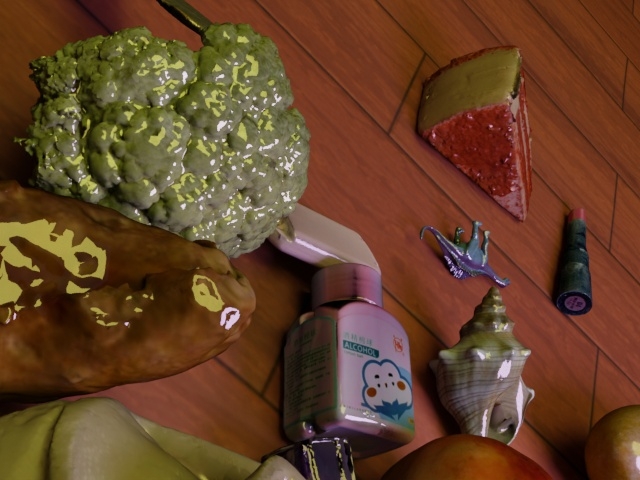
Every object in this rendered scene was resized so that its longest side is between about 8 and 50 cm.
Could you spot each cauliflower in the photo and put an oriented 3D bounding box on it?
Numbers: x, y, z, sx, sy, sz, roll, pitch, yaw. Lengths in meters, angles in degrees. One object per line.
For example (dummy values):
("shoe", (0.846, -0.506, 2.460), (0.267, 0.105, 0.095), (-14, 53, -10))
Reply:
("cauliflower", (-0.156, -0.090, 0.774), (0.272, 0.275, 0.250), (-29, 49, -25))

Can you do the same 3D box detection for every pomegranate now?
("pomegranate", (0.143, 0.290, 0.807), (0.209, 0.209, 0.209), (24, 50, -33))

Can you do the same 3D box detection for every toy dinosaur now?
("toy dinosaur", (0.207, 0.016, 1.155), (0.197, 0.045, 0.080), (28, 59, -35))

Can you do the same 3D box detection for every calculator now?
("calculator", (0.000, 0.000, 0.945), (0.175, 0.032, 0.100), (26, 22, -31))

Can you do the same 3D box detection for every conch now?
("conch", (0.197, 0.175, 1.009), (0.137, 0.114, 0.233), (-7, 106, -36))

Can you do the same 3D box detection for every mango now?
("mango", (0.489, 0.347, 1.102), (0.384, 0.199, 0.221), (33, 45, -24))

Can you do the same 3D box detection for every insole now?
("insole", (-0.205, -0.295, 0.858), (0.348, 0.009, 0.119), (44, 17, 27))

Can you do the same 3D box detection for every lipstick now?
("lipstick", (0.423, 0.023, 1.361), (0.053, 0.053, 0.234), (41, 41, -18))

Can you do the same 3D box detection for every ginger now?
("ginger", (-0.217, 0.039, 0.610), (0.321, 0.172, 0.165), (0, 90, -21))

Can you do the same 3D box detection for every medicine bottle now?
("medicine bottle", (0.029, 0.123, 0.872), (0.119, 0.094, 0.187), (24, 50, -34))

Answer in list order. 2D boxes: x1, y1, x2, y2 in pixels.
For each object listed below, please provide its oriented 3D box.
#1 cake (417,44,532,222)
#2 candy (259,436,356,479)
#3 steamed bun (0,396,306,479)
("cake", (0.248, -0.154, 1.304), (0.158, 0.160, 0.262), (-72, 154, -43))
("candy", (0.006, 0.334, 0.718), (0.061, 0.088, 0.312), (9, 59, -36))
("steamed bun", (-0.101, 0.275, 0.528), (0.368, 0.255, 0.342), (43, 40, -18))
